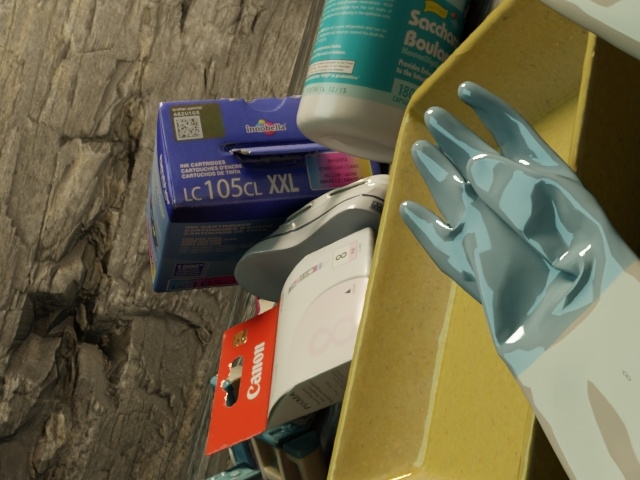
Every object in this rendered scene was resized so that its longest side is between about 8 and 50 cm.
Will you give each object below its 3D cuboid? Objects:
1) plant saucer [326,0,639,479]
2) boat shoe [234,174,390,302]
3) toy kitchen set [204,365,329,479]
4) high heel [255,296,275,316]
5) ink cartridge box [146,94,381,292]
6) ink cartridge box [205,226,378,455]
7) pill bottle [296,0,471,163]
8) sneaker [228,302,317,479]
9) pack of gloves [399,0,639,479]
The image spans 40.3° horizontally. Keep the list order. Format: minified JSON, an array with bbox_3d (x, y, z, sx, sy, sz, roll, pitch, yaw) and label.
[{"bbox_3d":[0.105,0.026,0.530,0.333,0.081,0.332,142,141,-75],"label":"plant saucer"},{"bbox_3d":[0.000,0.000,1.039,0.258,0.095,0.084,-23,29,40],"label":"boat shoe"},{"bbox_3d":[-0.105,0.235,0.968,0.207,0.166,0.122,-2,105,62],"label":"toy kitchen set"},{"bbox_3d":[-0.084,0.160,1.552,0.244,0.082,0.117,-109,0,-49],"label":"high heel"},{"bbox_3d":[-0.087,-0.067,1.164,0.395,0.270,0.151,121,140,-64],"label":"ink cartridge box"},{"bbox_3d":[-0.032,0.103,0.913,0.232,0.066,0.189,-22,35,20],"label":"ink cartridge box"},{"bbox_3d":[0.074,-0.220,0.890,0.146,0.146,0.264,173,111,-80],"label":"pill bottle"},{"bbox_3d":[-0.048,0.207,1.117,0.118,0.110,0.292,-114,38,-61],"label":"sneaker"},{"bbox_3d":[0.131,-0.022,0.326,0.195,0.046,0.232,-55,42,27],"label":"pack of gloves"}]
